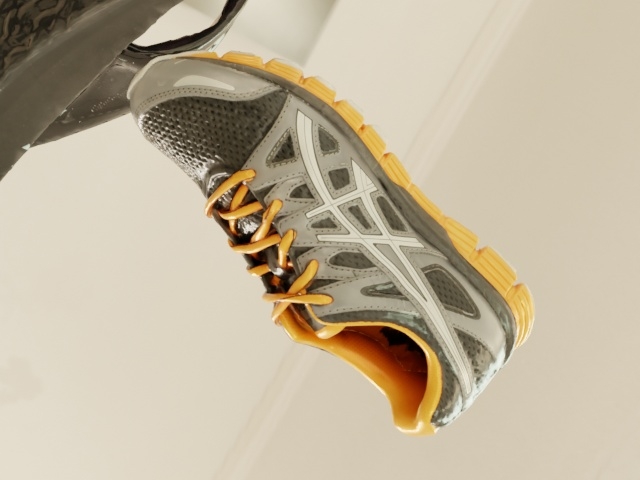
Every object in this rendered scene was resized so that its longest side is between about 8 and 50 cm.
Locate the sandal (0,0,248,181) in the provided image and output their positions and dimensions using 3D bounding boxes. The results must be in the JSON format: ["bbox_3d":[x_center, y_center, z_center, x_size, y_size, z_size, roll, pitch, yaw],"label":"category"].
[{"bbox_3d":[-0.145,-0.122,0.619,0.446,0.107,0.167,-39,-119,15],"label":"sandal"}]

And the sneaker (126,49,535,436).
[{"bbox_3d":[0.000,0.000,0.497,0.083,0.215,0.084,-56,-172,-33],"label":"sneaker"}]
